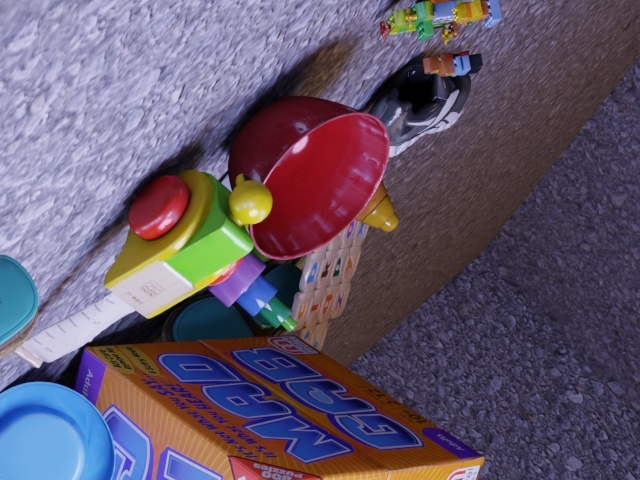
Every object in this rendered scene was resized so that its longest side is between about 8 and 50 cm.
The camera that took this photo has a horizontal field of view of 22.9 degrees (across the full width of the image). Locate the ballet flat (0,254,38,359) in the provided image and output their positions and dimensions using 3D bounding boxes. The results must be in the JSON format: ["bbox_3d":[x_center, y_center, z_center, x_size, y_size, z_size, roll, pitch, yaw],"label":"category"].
[{"bbox_3d":[-0.364,0.111,1.208,0.124,0.116,0.342,-26,-171,44],"label":"ballet flat"}]

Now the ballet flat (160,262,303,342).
[{"bbox_3d":[-0.130,0.126,2.169,0.123,0.123,0.348,-49,171,31],"label":"ballet flat"}]

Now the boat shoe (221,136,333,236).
[{"bbox_3d":[-0.071,-0.052,1.749,0.219,0.077,0.070,-37,172,14],"label":"boat shoe"}]

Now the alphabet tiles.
[{"bbox_3d":[0.012,0.036,2.244,0.278,0.021,0.284,-11,119,-75],"label":"alphabet tiles"}]

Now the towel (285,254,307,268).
[{"bbox_3d":[0.004,0.009,2.462,0.113,0.023,0.152,-47,170,16],"label":"towel"}]

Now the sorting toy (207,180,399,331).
[{"bbox_3d":[0.000,0.000,1.908,0.127,0.126,0.365,-45,-177,39],"label":"sorting toy"}]

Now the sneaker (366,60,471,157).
[{"bbox_3d":[0.136,-0.184,1.993,0.234,0.078,0.106,-35,164,-46],"label":"sneaker"}]

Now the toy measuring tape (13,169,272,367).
[{"bbox_3d":[-0.178,0.017,1.572,0.330,0.121,0.121,-30,178,27],"label":"toy measuring tape"}]

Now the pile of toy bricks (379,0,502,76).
[{"bbox_3d":[0.114,-0.235,1.666,0.105,0.118,0.212,-9,174,-8],"label":"pile of toy bricks"}]

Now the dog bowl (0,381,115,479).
[{"bbox_3d":[-0.358,0.284,1.785,0.297,0.166,0.074,-44,-179,1],"label":"dog bowl"}]

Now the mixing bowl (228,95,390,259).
[{"bbox_3d":[-0.028,-0.081,1.629,0.181,0.098,0.181,-31,146,-24],"label":"mixing bowl"}]

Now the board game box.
[{"bbox_3d":[-0.088,0.352,1.916,0.356,0.356,0.356,0,112,-46],"label":"board game box"}]
